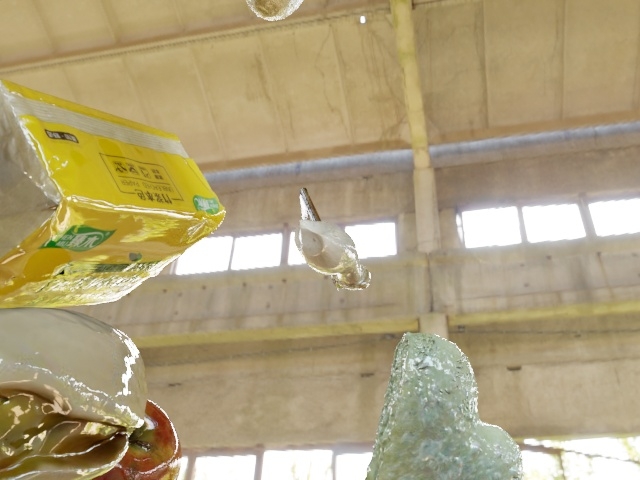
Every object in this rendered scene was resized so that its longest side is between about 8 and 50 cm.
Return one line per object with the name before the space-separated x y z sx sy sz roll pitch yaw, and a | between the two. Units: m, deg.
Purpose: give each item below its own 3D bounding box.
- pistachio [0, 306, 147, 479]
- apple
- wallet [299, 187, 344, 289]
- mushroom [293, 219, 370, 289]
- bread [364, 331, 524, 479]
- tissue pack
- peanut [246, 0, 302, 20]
pistachio | -0.266 0.135 0.564 0.197 0.166 0.288 20 -12 22
apple | -0.352 0.370 1.052 0.229 0.230 0.230 3 -39 2
wallet | 0.000 0.000 1.585 0.031 0.255 0.137 -19 -33 -6
mushroom | 0.021 0.027 1.194 0.096 0.088 0.212 -10 -29 25
bread | 0.114 0.214 0.654 0.172 0.232 0.064 -27 1 -10
tissue pack | -0.375 -0.042 0.945 0.293 0.228 0.382 -34 -14 17
peanut | -0.054 -0.518 1.208 0.123 0.257 0.124 31 -21 13
